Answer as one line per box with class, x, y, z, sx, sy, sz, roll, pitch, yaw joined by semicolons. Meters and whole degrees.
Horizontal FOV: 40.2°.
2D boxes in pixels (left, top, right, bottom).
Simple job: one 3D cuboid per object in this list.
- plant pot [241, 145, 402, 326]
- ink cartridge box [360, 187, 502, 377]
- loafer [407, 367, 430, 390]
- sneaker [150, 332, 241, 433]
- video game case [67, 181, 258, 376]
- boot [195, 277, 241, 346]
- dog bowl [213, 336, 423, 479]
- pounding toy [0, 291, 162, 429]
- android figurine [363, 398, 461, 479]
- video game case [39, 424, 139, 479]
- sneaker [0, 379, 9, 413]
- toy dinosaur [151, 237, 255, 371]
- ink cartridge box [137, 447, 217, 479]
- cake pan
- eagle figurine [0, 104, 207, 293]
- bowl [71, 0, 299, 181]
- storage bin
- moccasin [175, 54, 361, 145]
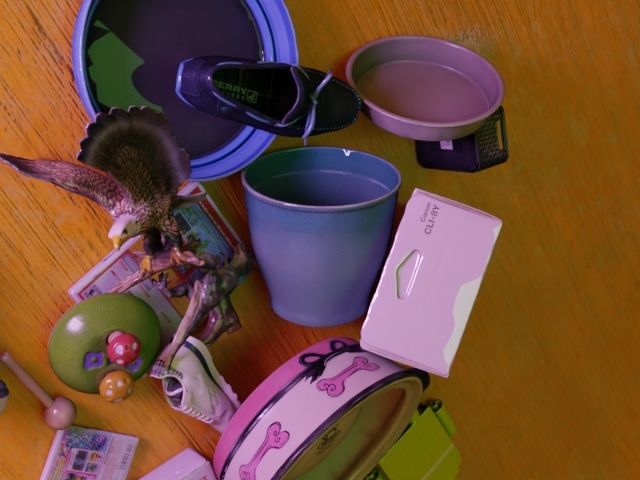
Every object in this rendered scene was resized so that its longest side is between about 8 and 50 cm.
plant pot;0.000;0.000;1.533;0.271;0.271;0.255;-17;122;-32
ink cartridge box;0.190;0.074;1.576;0.160;0.384;0.279;19;91;5
loafer;0.130;0.286;1.766;0.223;0.076;0.078;-8;110;-30
sneaker;-0.213;0.265;1.495;0.095;0.090;0.235;-59;133;-38
video game case;-0.259;0.064;1.491;0.285;0.025;0.204;-44;119;-20
boot;-0.198;0.118;1.506;0.106;0.037;0.114;-27;109;-28
dog bowl;-0.013;0.340;1.533;0.408;0.150;0.408;-35;152;-22
pounding toy;-0.345;0.199;1.363;0.237;0.110;0.183;-33;128;-13
android figurine;0.201;0.460;1.858;0.248;0.056;0.273;-45;119;-21
video game case;-0.392;0.391;1.457;0.143;0.019;0.157;20;87;-35
sneaker;-0.555;0.099;1.224;0.323;0.130;0.236;25;88;-30
toy dinosaur;-0.203;0.075;1.439;0.118;0.064;0.268;51;56;-21
ink cartridge box;-0.239;0.495;1.538;0.153;0.087;0.208;-29;113;-28
cake pan;0.190;-0.280;1.612;0.293;0.293;0.054;-25;142;-29
eagle figurine;-0.295;-0.069;1.306;0.226;0.225;0.298;-37;116;-12
bowl;-0.217;-0.293;1.429;0.391;0.077;0.391;-6;101;-34
storage bin;0.272;-0.205;1.719;0.084;0.180;0.122;-19;108;-30
moccasin;-0.065;-0.224;1.426;0.342;0.117;0.138;-2;99;-35
